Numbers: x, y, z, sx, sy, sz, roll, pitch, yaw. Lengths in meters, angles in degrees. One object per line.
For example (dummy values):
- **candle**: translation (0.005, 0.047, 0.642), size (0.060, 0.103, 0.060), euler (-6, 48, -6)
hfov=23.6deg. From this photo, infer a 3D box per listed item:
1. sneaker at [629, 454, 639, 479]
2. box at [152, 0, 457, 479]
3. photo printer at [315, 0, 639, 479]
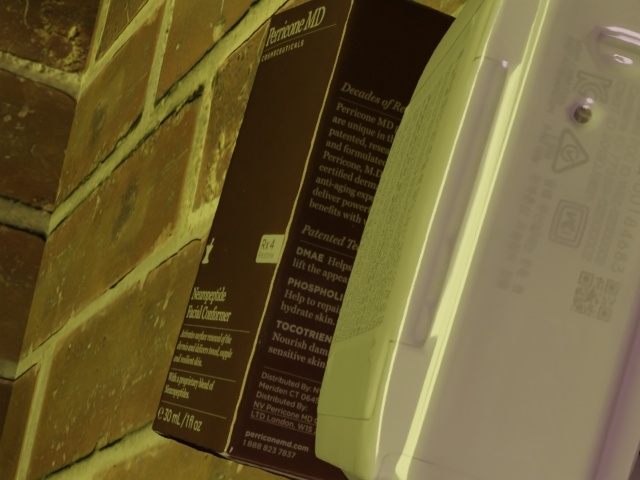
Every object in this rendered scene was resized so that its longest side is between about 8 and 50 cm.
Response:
- **sneaker**: translation (0.175, 0.086, 0.817), size (0.146, 0.122, 0.330), euler (-29, 45, 36)
- **box**: translation (0.000, 0.000, 1.242), size (0.191, 0.143, 0.381), euler (-4, 68, 67)
- **photo printer**: translation (0.080, 0.005, 0.695), size (0.307, 0.107, 0.256), euler (127, 161, -82)
